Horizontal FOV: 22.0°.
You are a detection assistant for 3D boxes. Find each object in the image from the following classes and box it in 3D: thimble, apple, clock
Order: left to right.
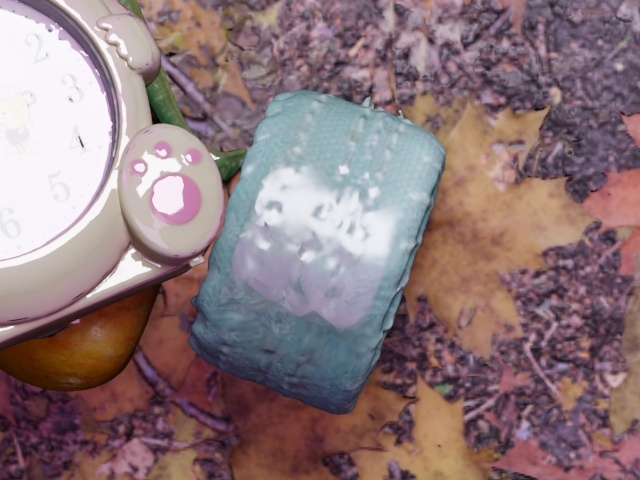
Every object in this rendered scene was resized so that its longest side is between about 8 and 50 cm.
[{"bbox_3d":[-0.241,-0.080,1.115,0.284,0.114,0.309,-23,84,-14],"label":"clock"},{"bbox_3d":[-0.202,0.028,1.256,0.155,0.182,0.182,23,105,-4],"label":"apple"},{"bbox_3d":[0.000,0.000,1.228,0.143,0.198,0.235,22,78,1],"label":"thimble"}]

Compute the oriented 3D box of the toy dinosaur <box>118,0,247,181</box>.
[{"bbox_3d":[-0.243,-0.226,1.237,0.447,0.087,0.301,11,109,-9],"label":"toy dinosaur"}]

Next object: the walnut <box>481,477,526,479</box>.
[{"bbox_3d":[0.155,0.292,1.287,0.297,0.203,0.203,16,105,-7],"label":"walnut"}]
